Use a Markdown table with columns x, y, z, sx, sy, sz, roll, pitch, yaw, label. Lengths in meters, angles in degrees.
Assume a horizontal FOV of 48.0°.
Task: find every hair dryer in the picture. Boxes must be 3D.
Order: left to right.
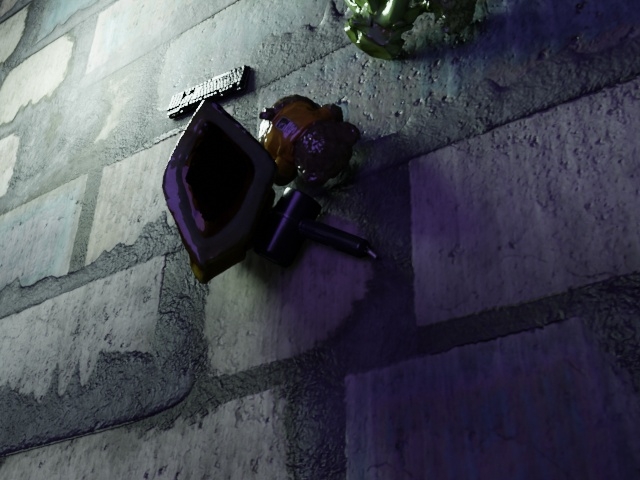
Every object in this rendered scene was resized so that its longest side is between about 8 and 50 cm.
| x | y | z | sx | sy | sz | roll | pitch | yaw | label |
| --- | --- | --- | --- | --- | --- | --- | --- | --- | --- |
| 0.000 | 0.000 | 1.159 | 0.219 | 0.071 | 0.124 | 19 | 78 | 35 | hair dryer |

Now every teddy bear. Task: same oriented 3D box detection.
| x | y | z | sx | sy | sz | roll | pitch | yaw | label |
| --- | --- | --- | --- | --- | --- | --- | --- | --- | --- |
| -0.024 | -0.170 | 1.234 | 0.190 | 0.140 | 0.177 | 31 | 82 | 37 | teddy bear |

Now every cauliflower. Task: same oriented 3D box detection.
| x | y | z | sx | sy | sz | roll | pitch | yaw | label |
| --- | --- | --- | --- | --- | --- | --- | --- | --- | --- |
| 0.115 | -0.436 | 1.237 | 0.275 | 0.272 | 0.250 | -112 | 37 | -56 | cauliflower |

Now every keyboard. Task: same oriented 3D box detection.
| x | y | z | sx | sy | sz | roll | pitch | yaw | label |
| --- | --- | --- | --- | --- | --- | --- | --- | --- | --- |
| -0.252 | -0.329 | 1.589 | 0.231 | 0.023 | 0.072 | -13 | 54 | 33 | keyboard |

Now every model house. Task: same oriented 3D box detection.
| x | y | z | sx | sy | sz | roll | pitch | yaw | label |
| --- | --- | --- | --- | --- | --- | --- | --- | --- | --- |
| -0.178 | -0.055 | 1.225 | 0.173 | 0.239 | 0.268 | 24 | 69 | 0 | model house |
